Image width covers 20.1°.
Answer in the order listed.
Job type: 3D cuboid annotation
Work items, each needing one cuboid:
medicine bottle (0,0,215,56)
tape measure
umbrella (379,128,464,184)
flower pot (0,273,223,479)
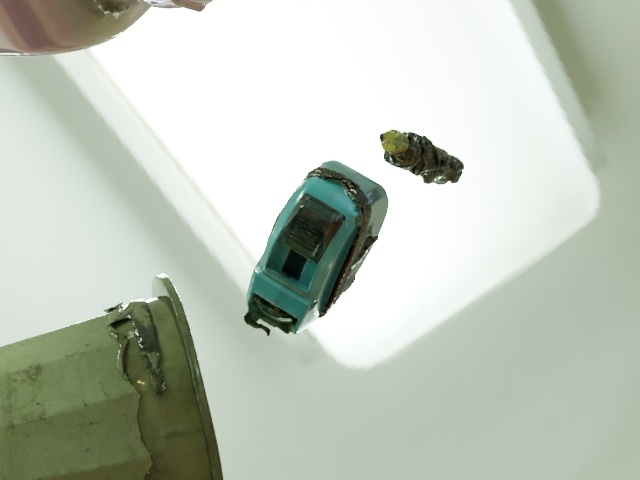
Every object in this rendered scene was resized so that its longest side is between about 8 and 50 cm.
[{"bbox_3d":[-0.135,-0.135,0.824,0.115,0.219,0.078,-56,-46,-35],"label":"medicine bottle"},{"bbox_3d":[0.000,0.000,1.479,0.125,0.081,0.146,-39,-23,-57],"label":"tape measure"},{"bbox_3d":[0.089,-0.073,1.592,0.037,0.040,0.144,-48,-23,11],"label":"umbrella"},{"bbox_3d":[-0.183,0.148,1.303,0.203,0.212,0.212,-14,-45,-15],"label":"flower pot"}]
